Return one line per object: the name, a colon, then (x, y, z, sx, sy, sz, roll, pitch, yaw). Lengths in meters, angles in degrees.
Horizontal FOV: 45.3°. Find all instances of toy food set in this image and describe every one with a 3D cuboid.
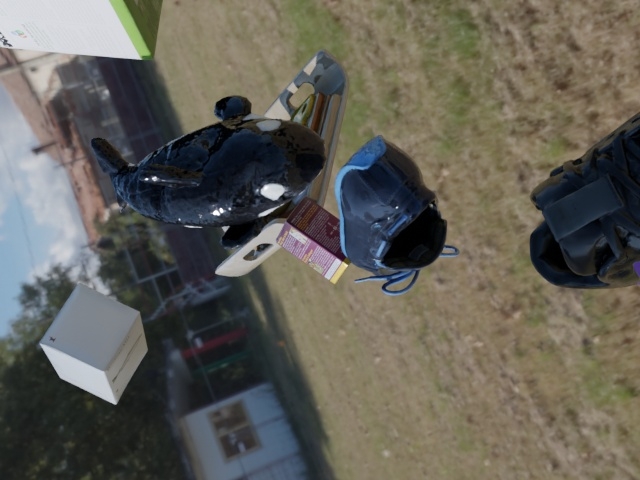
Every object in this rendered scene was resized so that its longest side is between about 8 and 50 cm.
toy food set: (-0.066, -0.111, 1.131, 0.220, 0.092, 0.306, -37, 36, 55)

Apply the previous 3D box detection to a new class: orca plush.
orca plush: (-0.139, -0.078, 0.743, 0.287, 0.102, 0.151, 14, 94, 36)

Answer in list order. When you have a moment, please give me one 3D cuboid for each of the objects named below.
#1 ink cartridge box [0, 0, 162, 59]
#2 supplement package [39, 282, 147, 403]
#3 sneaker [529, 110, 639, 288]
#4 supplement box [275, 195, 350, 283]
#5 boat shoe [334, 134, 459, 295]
ink cartridge box: (-0.341, -0.310, 0.930, 0.189, 0.255, 0.097, 86, -170, -77)
supplement package: (-0.336, 0.160, 1.158, 0.105, 0.105, 0.179, 25, 153, 4)
sneaker: (0.204, -0.032, 0.438, 0.293, 0.146, 0.102, 101, 154, -67)
supplement box: (0.000, 0.000, 0.838, 0.083, 0.043, 0.055, 36, 151, 2)
boat shoe: (0.070, 0.000, 0.722, 0.089, 0.109, 0.258, 42, 179, 21)
